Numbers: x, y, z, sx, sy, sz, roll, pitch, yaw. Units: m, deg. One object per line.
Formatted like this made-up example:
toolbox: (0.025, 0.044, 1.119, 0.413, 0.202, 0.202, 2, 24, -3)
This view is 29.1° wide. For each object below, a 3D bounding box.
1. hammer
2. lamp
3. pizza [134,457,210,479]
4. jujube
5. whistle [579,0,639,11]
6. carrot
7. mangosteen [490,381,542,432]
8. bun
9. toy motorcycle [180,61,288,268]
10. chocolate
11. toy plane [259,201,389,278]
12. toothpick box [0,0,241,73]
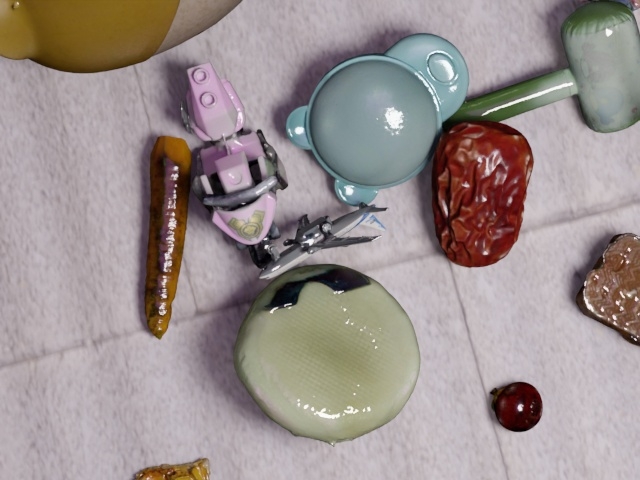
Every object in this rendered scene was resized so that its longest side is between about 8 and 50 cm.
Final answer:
hammer: (0.349, -0.237, 1.947, 0.335, 0.119, 0.206, -20, 114, 6)
lamp: (0.103, -0.201, 1.909, 0.284, 0.147, 0.209, -41, 103, -7)
pizza: (-0.216, 0.400, 1.875, 0.182, 0.062, 0.161, 33, 78, 1)
jujube: (0.248, -0.071, 1.895, 0.155, 0.155, 0.230, -3, 109, -5)
whistle: (0.537, -0.482, 1.990, 0.346, 0.133, 0.142, -37, 52, -15)
carrot: (-0.241, -0.004, 1.909, 0.066, 0.066, 0.314, 5, 85, -4)
mangosteen: (0.307, 0.261, 1.925, 0.081, 0.081, 0.081, 0, 85, -5)
bun: (0.004, 0.179, 1.865, 0.283, 0.179, 0.283, 6, 67, -15)
toy motorcycle: (-0.131, -0.117, 1.865, 0.143, 0.188, 0.327, -17, 86, 1)
chocolate: (0.510, 0.092, 1.945, 0.214, 0.093, 0.148, 33, 82, -2)
toy plane: (0.000, -0.004, 1.849, 0.226, 0.226, 0.058, -22, 109, -25)
toothpick box: (-0.323, -0.452, 1.770, 0.425, 0.409, 0.409, -28, 87, -2)
